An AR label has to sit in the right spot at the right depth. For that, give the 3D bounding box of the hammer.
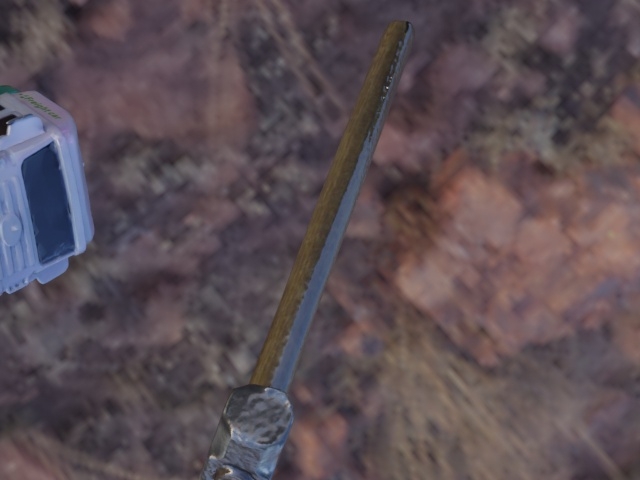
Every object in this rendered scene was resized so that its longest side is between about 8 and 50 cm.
[{"bbox_3d":[0.000,0.000,1.278,0.111,0.043,0.365,109,1,-59],"label":"hammer"}]

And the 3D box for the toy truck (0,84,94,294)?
[{"bbox_3d":[-0.330,-0.081,1.648,0.178,0.363,0.176,-23,125,-24],"label":"toy truck"}]
